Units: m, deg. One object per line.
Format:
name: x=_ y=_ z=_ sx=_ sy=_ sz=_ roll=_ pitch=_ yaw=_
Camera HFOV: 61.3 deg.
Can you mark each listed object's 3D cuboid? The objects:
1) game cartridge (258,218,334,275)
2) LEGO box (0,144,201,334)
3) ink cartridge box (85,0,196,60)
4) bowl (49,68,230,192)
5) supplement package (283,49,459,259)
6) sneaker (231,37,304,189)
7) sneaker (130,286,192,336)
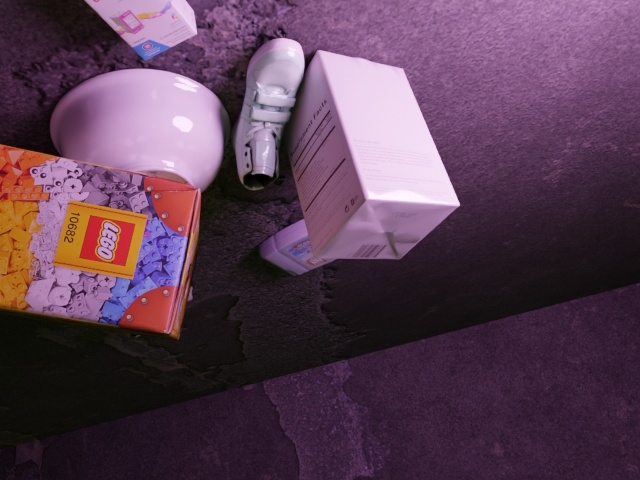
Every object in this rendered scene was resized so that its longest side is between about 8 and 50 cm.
game cartridge: x=0.000 y=0.000 z=1.400 sx=0.297 sy=0.062 sz=0.198 roll=-24 pitch=156 yaw=18
LEGO box: x=-0.393 y=0.033 z=0.852 sx=0.372 sy=0.193 sz=0.500 roll=11 pitch=167 yaw=-11
ink cartridge box: x=-0.231 y=-0.304 z=0.693 sx=0.088 sy=0.052 sz=0.122 roll=-21 pitch=151 yaw=14
bowl: x=-0.290 y=-0.131 z=0.910 sx=0.297 sy=0.134 sz=0.298 roll=-12 pitch=154 yaw=-6
supplement package: x=0.067 y=-0.136 z=0.897 sx=0.177 sy=0.293 sz=0.175 roll=2 pitch=149 yaw=-29
sneaker: x=-0.077 y=-0.190 z=0.881 sx=0.094 sy=0.151 sz=0.256 roll=0 pitch=149 yaw=-24
sneaker: x=-0.449 y=0.200 z=1.520 sx=0.121 sy=0.099 sz=0.262 roll=6 pitch=148 yaw=-43
